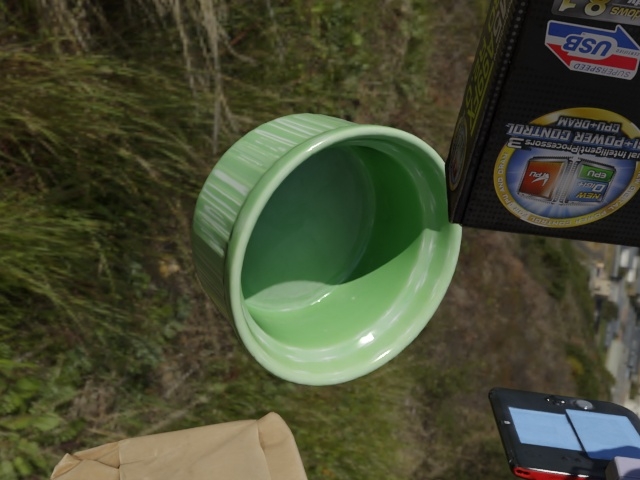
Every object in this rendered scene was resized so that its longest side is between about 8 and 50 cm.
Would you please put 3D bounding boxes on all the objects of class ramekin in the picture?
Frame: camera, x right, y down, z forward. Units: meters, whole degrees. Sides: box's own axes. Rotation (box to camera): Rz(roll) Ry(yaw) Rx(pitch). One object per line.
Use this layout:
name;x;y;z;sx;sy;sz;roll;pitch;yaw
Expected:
ramekin;0.000;0.000;0.991;0.303;0.148;0.303;-14;117;-29

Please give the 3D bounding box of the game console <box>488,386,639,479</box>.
game console;0.554;0.428;1.861;0.386;0.342;0.060;-76;178;-76

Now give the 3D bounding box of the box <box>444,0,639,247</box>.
box;0.219;-0.089;0.438;0.060;0.270;0.216;-86;-175;-47

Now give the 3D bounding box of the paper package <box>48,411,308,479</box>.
paper package;-0.044;0.314;0.473;0.309;0.168;0.324;-127;-155;-71

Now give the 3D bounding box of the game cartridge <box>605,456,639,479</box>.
game cartridge;0.612;0.435;1.255;0.068;0.355;0.230;104;-8;-46
